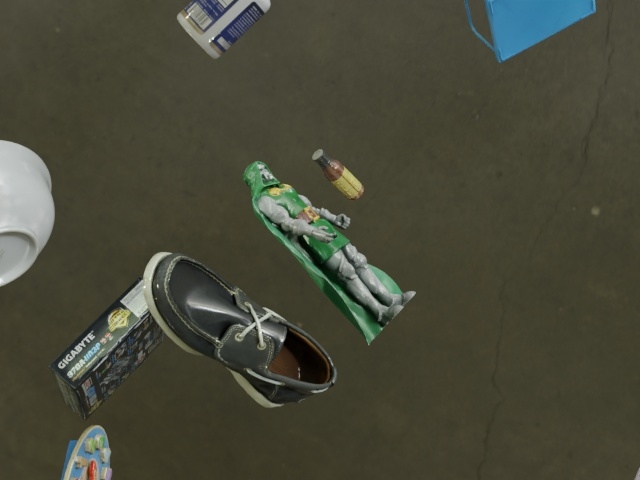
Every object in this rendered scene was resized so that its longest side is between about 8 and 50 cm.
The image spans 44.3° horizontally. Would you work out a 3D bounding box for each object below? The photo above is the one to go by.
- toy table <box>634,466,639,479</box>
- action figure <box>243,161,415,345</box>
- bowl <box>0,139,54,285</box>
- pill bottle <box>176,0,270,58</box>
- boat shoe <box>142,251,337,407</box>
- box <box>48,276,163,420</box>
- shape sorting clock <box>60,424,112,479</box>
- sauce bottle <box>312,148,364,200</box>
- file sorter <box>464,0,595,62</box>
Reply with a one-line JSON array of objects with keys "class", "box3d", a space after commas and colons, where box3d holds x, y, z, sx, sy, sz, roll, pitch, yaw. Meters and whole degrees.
[{"class": "toy table", "box3d": [0.384, 0.244, 0.653, 0.161, 0.252, 0.274, -14, 144, -13]}, {"class": "action figure", "box3d": [0.000, 0.000, 0.862, 0.232, 0.137, 0.063, 43, 114, 5]}, {"class": "bowl", "box3d": [-0.561, -0.012, 1.302, 0.134, 0.298, 0.298, 49, 130, 25]}, {"class": "pill bottle", "box3d": [-0.141, -0.383, 1.268, 0.169, 0.094, 0.094, -42, 100, 6]}, {"class": "boat shoe", "box3d": [-0.070, 0.080, 0.731, 0.079, 0.084, 0.233, -11, 139, 33]}, {"class": "box", "box3d": [-0.306, 0.164, 1.153, 0.051, 0.175, 0.220, 39, 154, 6]}, {"class": "shape sorting clock", "box3d": [-0.349, 0.381, 1.172, 0.040, 0.206, 0.206, 4, 121, 7]}, {"class": "sauce bottle", "box3d": [0.033, -0.129, 1.530, 0.042, 0.042, 0.128, -23, 130, 30]}, {"class": "file sorter", "box3d": [0.317, -0.383, 1.211, 0.170, 0.104, 0.118, -28, 137, 0]}]
